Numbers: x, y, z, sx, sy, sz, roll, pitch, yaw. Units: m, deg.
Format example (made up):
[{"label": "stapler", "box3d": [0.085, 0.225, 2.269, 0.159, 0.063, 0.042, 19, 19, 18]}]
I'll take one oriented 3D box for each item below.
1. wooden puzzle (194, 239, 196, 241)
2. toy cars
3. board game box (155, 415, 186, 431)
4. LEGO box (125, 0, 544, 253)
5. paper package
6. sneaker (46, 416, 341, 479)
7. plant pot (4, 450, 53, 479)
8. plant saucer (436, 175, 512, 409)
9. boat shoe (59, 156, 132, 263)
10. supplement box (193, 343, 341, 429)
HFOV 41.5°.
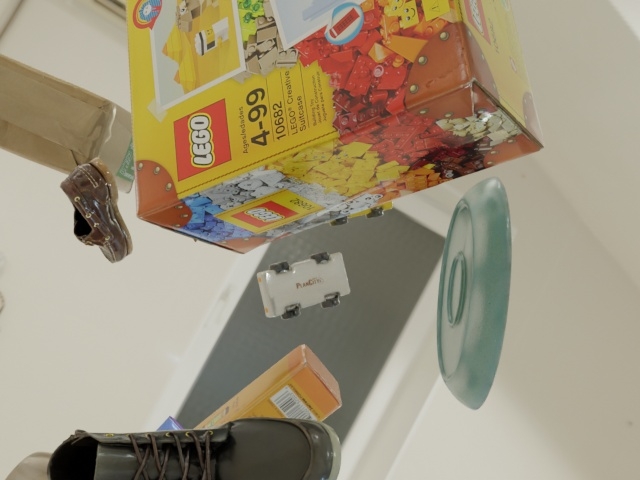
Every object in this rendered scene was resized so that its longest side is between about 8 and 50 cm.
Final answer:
[{"label": "wooden puzzle", "box3d": [-0.183, -0.039, 1.136, 0.083, 0.006, 0.049, 61, 15, -46]}, {"label": "toy cars", "box3d": [0.000, 0.000, 1.566, 0.176, 0.394, 0.087, 44, -31, -25]}, {"label": "board game box", "box3d": [-0.202, 0.471, 1.301, 0.347, 0.233, 0.078, 36, -15, 35]}, {"label": "LEGO box", "box3d": [-0.013, -0.284, 0.910, 0.372, 0.500, 0.193, -19, -23, 28]}, {"label": "paper package", "box3d": [-0.529, -0.231, 1.701, 0.309, 0.168, 0.325, 23, -1, 4]}, {"label": "sneaker", "box3d": [-0.100, 0.179, 0.647, 0.222, 0.083, 0.118, -20, -31, 28]}, {"label": "plant pot", "box3d": [-0.501, 0.573, 1.715, 0.280, 0.323, 0.323, 24, -6, 13]}, {"label": "plant saucer", "box3d": [0.200, 0.069, 1.151, 0.043, 0.318, 0.317, 6, -6, 0]}, {"label": "boat shoe", "box3d": [-0.324, -0.031, 1.207, 0.073, 0.073, 0.207, 34, -30, 25]}, {"label": "supplement box", "box3d": [-0.087, 0.235, 1.051, 0.080, 0.233, 0.078, 52, 5, -12]}]
